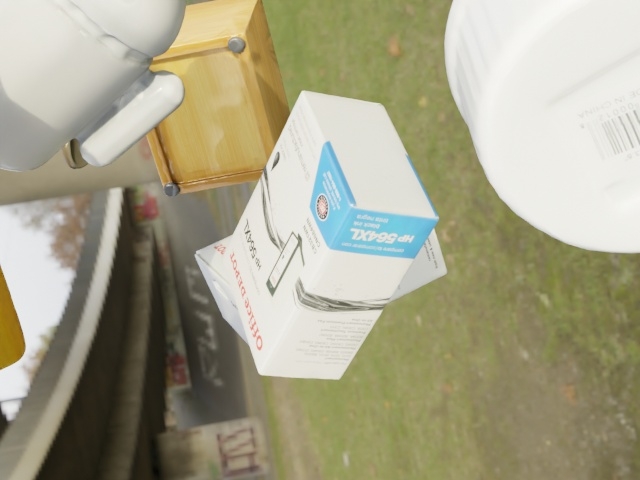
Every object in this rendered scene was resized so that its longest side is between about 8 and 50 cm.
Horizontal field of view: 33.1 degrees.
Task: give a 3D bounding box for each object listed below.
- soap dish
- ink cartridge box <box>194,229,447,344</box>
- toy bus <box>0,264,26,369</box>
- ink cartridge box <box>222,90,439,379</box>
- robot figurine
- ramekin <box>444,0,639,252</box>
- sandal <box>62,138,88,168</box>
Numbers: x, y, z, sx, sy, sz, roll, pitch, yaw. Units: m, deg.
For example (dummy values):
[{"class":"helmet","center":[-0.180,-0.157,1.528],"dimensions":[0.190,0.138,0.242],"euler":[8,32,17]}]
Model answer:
[{"class":"soap dish","center":[-0.170,-0.207,1.620],"dimensions":[0.118,0.229,0.290],"euler":[-88,-13,-56]},{"class":"ink cartridge box","center":[-0.004,0.031,1.516],"dimensions":[0.211,0.289,0.121],"euler":[34,147,64]},{"class":"toy bus","center":[-0.334,-0.051,0.823],"dimensions":[0.130,0.108,0.332],"euler":[31,138,52]},{"class":"ink cartridge box","center":[0.000,0.000,0.918],"dimensions":[0.203,0.086,0.148],"euler":[-61,36,36]},{"class":"robot figurine","center":[-0.274,-0.208,1.047],"dimensions":[0.300,0.353,0.199],"euler":[45,-163,-24]},{"class":"ramekin","center":[0.236,-0.122,0.811],"dimensions":[0.135,0.277,0.277],"euler":[-88,-6,-53]},{"class":"sandal","center":[-0.339,-0.199,1.759],"dimensions":[0.060,0.219,0.090],"euler":[10,131,37]}]
